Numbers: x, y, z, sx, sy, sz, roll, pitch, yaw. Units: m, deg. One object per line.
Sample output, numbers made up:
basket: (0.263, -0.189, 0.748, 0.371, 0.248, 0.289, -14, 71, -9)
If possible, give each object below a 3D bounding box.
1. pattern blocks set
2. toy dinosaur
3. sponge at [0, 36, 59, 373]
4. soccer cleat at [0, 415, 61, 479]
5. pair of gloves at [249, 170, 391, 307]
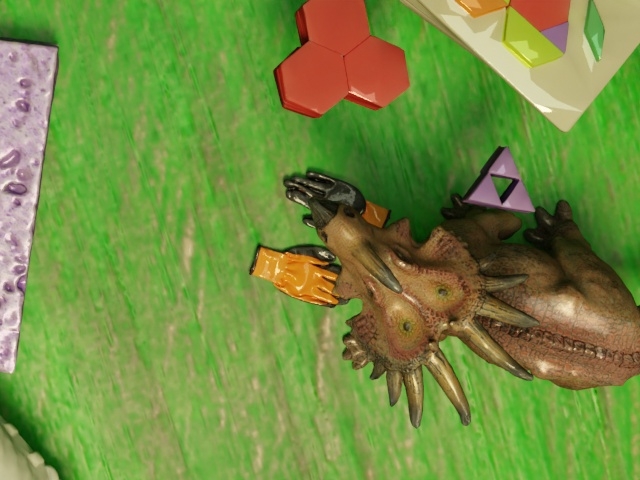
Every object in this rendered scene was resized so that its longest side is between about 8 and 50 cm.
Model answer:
pattern blocks set: (0.143, -0.172, 1.009, 0.285, 0.026, 0.324, 27, 76, -11)
toy dinosaur: (0.124, 0.045, 0.994, 0.296, 0.200, 0.127, 6, 97, -8)
sponge: (-0.235, -0.027, 1.027, 0.117, 0.031, 0.210, 8, 97, -8)
soccer cleat: (-0.214, 0.159, 1.018, 0.143, 0.116, 0.331, -20, 109, -30)
pair of gloves: (0.000, 0.000, 1.070, 0.074, 0.010, 0.083, 22, 94, -9)
